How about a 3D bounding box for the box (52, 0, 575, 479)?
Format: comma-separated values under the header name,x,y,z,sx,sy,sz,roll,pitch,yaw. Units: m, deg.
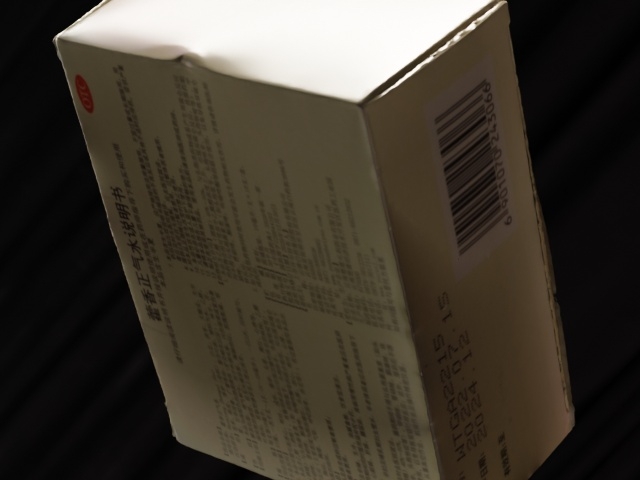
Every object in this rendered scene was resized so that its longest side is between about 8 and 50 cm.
name,x,y,z,sx,sy,sz,roll,pitch,yaw
box,0.000,0.000,0.810,0.168,0.212,0.095,14,41,37
